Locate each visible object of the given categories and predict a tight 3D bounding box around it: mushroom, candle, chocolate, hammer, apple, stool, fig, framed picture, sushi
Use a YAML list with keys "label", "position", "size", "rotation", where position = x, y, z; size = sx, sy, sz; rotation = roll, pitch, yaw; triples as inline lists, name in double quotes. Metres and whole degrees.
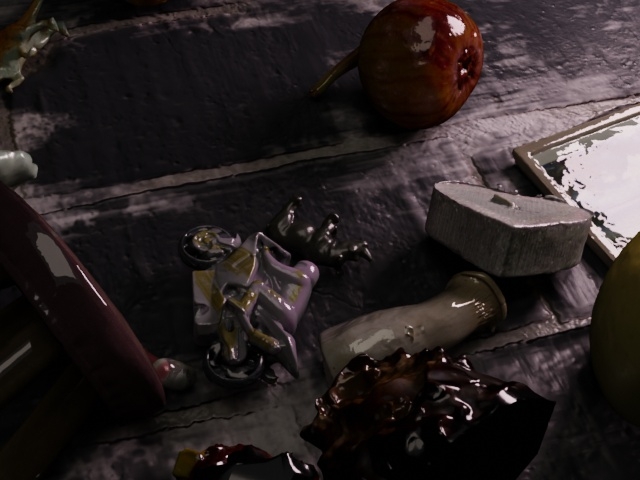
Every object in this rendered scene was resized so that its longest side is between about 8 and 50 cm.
- label: "mushroom"
  position: [0.102, 0.097, 1.081]
  size: [0.223, 0.092, 0.081]
  rotation: [-23, 89, -18]
- label: "candle"
  position: [0.216, -0.013, 1.155]
  size: [0.192, 0.068, 0.168]
  rotation: [11, 19, 8]
- label: "chocolate"
  position: [0.073, 0.166, 0.939]
  size: [0.224, 0.206, 0.177]
  rotation: [-29, 55, -26]
- label: "hammer"
  position: [-0.172, 0.132, 1.065]
  size: [0.083, 0.052, 0.031]
  rotation: [23, 86, 39]
- label: "apple"
  position: [0.438, 0.073, 1.024]
  size: [0.295, 0.233, 0.258]
  rotation: [18, 55, 11]
- label: "stool"
  position: [-0.290, 0.097, 0.955]
  size: [0.178, 0.272, 0.272]
  rotation: [-38, 60, -16]
- label: "fig"
  position: [0.106, -0.243, 1.339]
  size: [0.207, 0.175, 0.175]
  rotation: [19, 48, 37]
- label: "framed picture"
  position: [0.438, -0.086, 1.301]
  size: [0.315, 0.024, 0.232]
  rotation: [-22, 55, -20]
- label: "sushi"
  position: [-0.067, 0.253, 0.889]
  size: [0.153, 0.150, 0.172]
  rotation: [-35, 60, -29]

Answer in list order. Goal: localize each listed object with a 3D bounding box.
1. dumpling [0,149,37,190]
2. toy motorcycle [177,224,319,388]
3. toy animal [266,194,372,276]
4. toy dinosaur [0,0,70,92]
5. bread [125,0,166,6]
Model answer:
- label: "dumpling"
  position: [-0.471, -0.063, 1.045]
  size: [0.320, 0.212, 0.270]
  rotation: [20, 45, 0]
- label: "toy motorcycle"
  position: [-0.070, 0.063, 1.107]
  size: [0.152, 0.073, 0.225]
  rotation: [-7, 49, -13]
- label: "toy animal"
  position: [0.000, 0.000, 1.184]
  size: [0.135, 0.047, 0.065]
  rotation: [25, 57, 15]
- label: "toy dinosaur"
  position: [-0.425, -0.275, 1.402]
  size: [0.142, 0.057, 0.212]
  rotation: [-23, 40, 2]
- label: "bread"
  position: [-0.257, -0.475, 1.419]
  size: [0.172, 0.312, 0.312]
  rotation: [-37, 60, -16]
